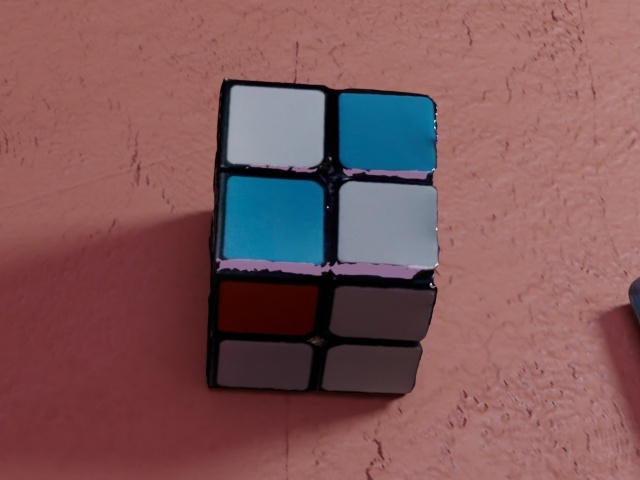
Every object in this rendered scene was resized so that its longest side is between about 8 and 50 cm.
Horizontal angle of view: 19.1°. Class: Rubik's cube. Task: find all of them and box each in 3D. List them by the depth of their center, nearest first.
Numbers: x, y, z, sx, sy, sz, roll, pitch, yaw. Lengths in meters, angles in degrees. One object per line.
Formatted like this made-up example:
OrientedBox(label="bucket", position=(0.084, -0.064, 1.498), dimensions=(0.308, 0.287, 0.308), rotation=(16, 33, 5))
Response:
OrientedBox(label="Rubik's cube", position=(-0.001, 0.000, 1.444), dimensions=(0.167, 0.180, 0.183), rotation=(2, 59, -4))

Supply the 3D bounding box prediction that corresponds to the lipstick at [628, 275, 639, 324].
OrientedBox(label="lipstick", position=(0.286, 0.099, 1.488), dimensions=(0.048, 0.048, 0.158), rotation=(-8, 58, -11))
